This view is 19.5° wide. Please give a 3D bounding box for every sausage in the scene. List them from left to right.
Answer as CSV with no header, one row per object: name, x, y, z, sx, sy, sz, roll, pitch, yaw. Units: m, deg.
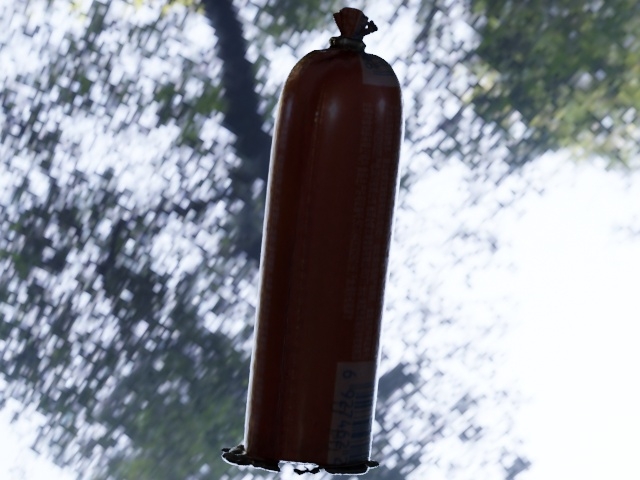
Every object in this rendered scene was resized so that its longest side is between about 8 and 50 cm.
sausage,0.000,0.000,0.578,0.050,0.048,0.145,7,-83,15
